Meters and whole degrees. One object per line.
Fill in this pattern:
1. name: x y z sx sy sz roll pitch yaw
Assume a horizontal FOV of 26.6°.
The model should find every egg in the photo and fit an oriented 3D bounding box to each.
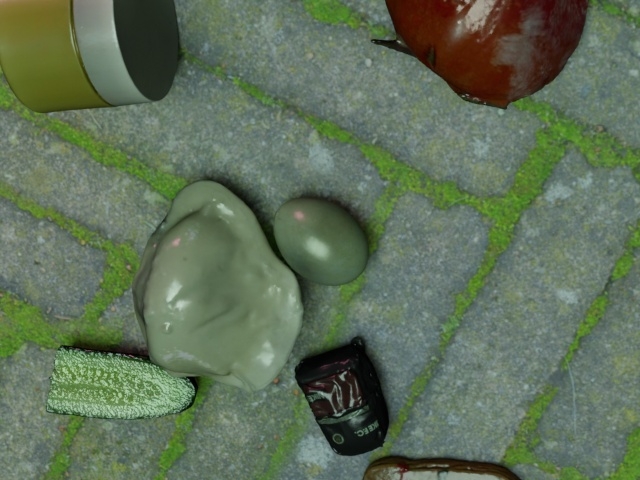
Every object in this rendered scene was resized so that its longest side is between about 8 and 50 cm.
1. egg: 0.000 0.000 1.945 0.152 0.114 0.114 41 114 -1

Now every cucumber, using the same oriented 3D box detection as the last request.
1. cucumber: -0.307 0.226 2.132 0.244 0.063 0.115 7 103 12

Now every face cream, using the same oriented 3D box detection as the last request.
1. face cream: -0.321 -0.290 1.867 0.179 0.218 0.218 -4 108 17

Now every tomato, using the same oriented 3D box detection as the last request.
1. tomato: 0.211 -0.320 1.746 0.309 0.170 0.309 5 112 12

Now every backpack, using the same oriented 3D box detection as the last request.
1. backpack: 0.039 0.243 2.027 0.120 0.106 0.165 -24 99 16

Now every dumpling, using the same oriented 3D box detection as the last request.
1. dumpling: -0.147 0.085 1.970 0.243 0.187 0.318 15 112 17

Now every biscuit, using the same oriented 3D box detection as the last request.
1. biscuit: 0.198 0.463 2.094 0.277 0.052 0.262 4 110 13
